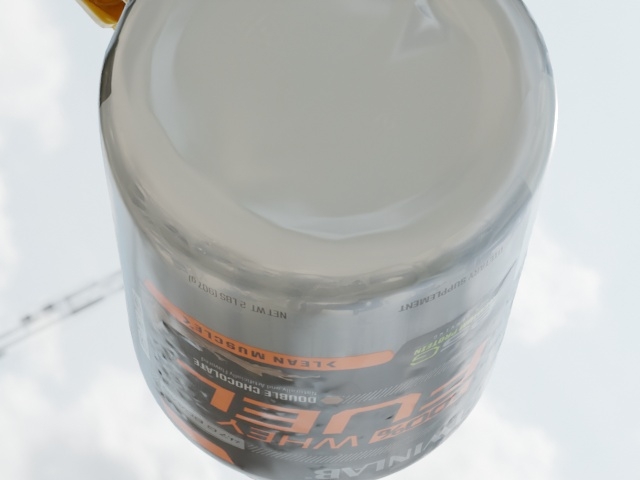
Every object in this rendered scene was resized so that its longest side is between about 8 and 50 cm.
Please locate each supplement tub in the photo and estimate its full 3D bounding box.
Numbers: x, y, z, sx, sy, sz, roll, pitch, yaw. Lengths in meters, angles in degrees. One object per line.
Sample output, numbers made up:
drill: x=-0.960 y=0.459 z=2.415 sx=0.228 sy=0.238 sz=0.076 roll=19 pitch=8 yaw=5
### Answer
supplement tub: x=0.000 y=0.000 z=1.008 sx=0.207 sy=0.207 sz=0.338 roll=47 pitch=-17 yaw=19

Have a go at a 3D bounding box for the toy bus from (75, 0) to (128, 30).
toy bus: x=-0.111 y=-0.199 z=1.180 sx=0.220 sy=0.149 sz=0.211 roll=56 pitch=-29 yaw=12
